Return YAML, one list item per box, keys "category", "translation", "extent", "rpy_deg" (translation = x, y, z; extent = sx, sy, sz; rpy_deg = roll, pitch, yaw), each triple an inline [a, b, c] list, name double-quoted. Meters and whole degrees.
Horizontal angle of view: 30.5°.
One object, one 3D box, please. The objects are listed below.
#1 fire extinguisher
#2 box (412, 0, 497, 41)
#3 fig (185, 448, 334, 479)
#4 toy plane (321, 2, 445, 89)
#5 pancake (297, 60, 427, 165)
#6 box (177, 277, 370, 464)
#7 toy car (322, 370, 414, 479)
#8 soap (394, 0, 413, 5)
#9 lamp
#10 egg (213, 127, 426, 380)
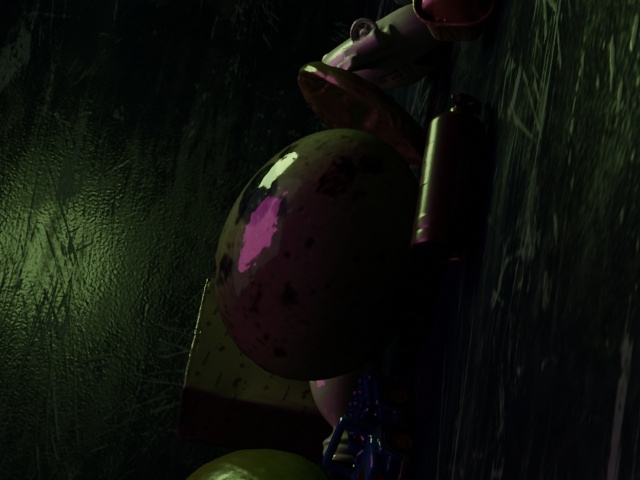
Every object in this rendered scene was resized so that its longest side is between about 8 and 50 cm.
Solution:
- category: "fire extinguisher"
  translation: [0.158, -0.082, 1.387]
  extent: [0.099, 0.071, 0.231]
  rpy_deg: [54, -139, -57]
- category: "box"
  translation: [0.180, -0.342, 1.534]
  extent: [0.111, 0.111, 0.177]
  rpy_deg: [111, 170, -62]
- category: "fig"
  translation: [-0.062, 0.421, 1.561]
  extent: [0.316, 0.316, 0.316]
  rpy_deg: [-168, 90, -85]
- category: "toy plane"
  translation: [0.094, -0.284, 1.865]
  extent: [0.123, 0.267, 0.267]
  rpy_deg: [60, 169, 5]
- category: "pancake"
  translation: [0.071, -0.187, 1.756]
  extent: [0.050, 0.242, 0.242]
  rpy_deg: [-53, 0, -12]
- category: "box"
  translation: [-0.075, 0.228, 1.996]
  extent: [0.190, 0.297, 0.225]
  rpy_deg: [103, 176, -52]
- category: "toy car"
  translation: [0.060, 0.250, 1.485]
  extent: [0.191, 0.100, 0.097]
  rpy_deg: [-93, 18, -55]
- category: "soap"
  translation: [0.138, -0.432, 1.884]
  extent: [0.265, 0.159, 0.087]
  rpy_deg: [-106, 28, -81]
- category: "lamp"
  translation: [0.033, 0.259, 1.819]
  extent: [0.106, 0.106, 0.193]
  rpy_deg: [111, 162, -64]
- category: "egg"
  translation: [0.000, 0.022, 1.611]
  extent: [0.287, 0.287, 0.379]
  rpy_deg: [-85, 5, -55]
